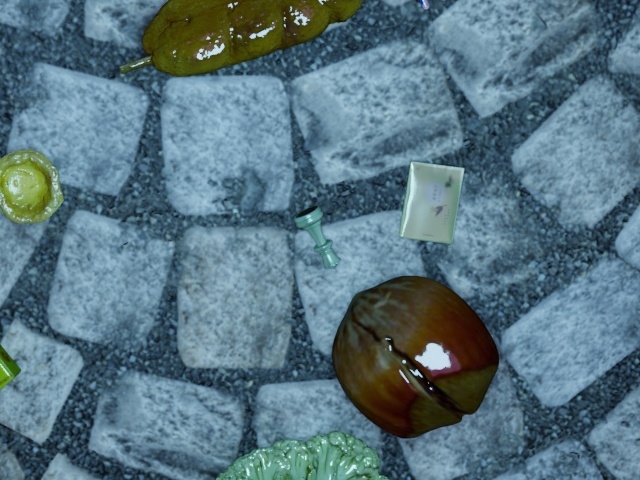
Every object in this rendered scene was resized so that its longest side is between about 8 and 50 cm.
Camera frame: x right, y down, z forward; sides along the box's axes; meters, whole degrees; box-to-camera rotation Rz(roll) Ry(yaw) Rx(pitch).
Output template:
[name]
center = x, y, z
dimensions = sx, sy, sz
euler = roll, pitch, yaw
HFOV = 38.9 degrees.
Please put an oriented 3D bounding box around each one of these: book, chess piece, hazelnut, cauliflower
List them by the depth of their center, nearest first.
[cauliflower]
center = -0.007, 0.404, 1.218
dimensions = 0.275, 0.250, 0.272
euler = -24, 96, 5
[hazelnut]
center = 0.121, 0.157, 1.230
dimensions = 0.212, 0.181, 0.181
euler = -44, 117, 13
[chess piece]
center = 0.000, 0.000, 1.273
dimensions = 0.042, 0.042, 0.093
euler = -27, 105, 0
[book]
center = 0.157, -0.053, 1.285
dimensions = 0.077, 0.014, 0.111
euler = 8, 97, -5

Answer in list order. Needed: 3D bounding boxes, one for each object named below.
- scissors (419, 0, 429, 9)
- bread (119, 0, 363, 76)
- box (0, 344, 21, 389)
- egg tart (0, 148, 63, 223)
[scissors]
center = 0.134, -0.375, 1.243
dimensions = 0.039, 0.012, 0.113
euler = -27, 98, 0
[bread]
center = -0.107, -0.291, 1.206
dimensions = 0.344, 0.084, 0.124
euler = -22, 76, 0
[box]
center = -0.594, 0.112, 1.248
dimensions = 0.187, 0.047, 0.335
euler = -37, 97, 2
[egg tart]
center = -0.399, -0.074, 1.238
dimensions = 0.105, 0.039, 0.105
euler = 0, 97, -3
